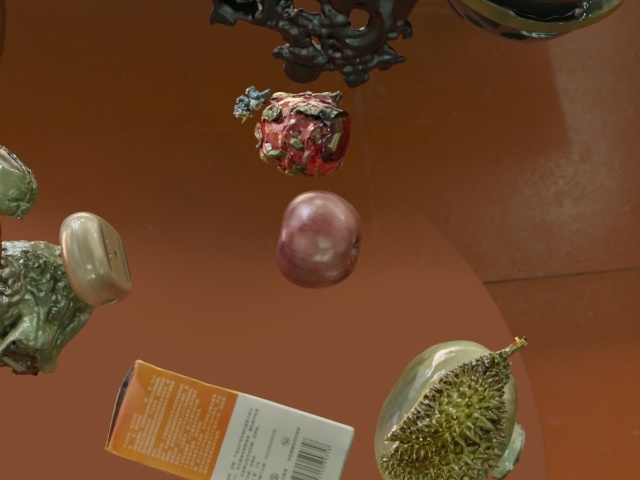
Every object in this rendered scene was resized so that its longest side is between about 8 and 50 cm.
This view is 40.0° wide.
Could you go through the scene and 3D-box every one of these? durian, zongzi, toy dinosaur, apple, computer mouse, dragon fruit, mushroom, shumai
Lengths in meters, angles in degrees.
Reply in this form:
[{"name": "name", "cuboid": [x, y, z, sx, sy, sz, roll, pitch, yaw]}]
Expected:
[{"name": "durian", "cuboid": [0.162, 0.191, 0.940, 0.102, 0.146, 0.208, 38, 92, 32]}, {"name": "zongzi", "cuboid": [-0.276, -0.054, 0.767, 0.109, 0.119, 0.055, 28, 93, 10]}, {"name": "toy dinosaur", "cuboid": [-0.129, -0.259, 1.659, 0.083, 0.030, 0.047, -43, 51, -2]}, {"name": "apple", "cuboid": [0.000, 0.000, 1.324, 0.120, 0.153, 0.153, 14, 74, 8]}, {"name": "computer mouse", "cuboid": [-0.370, 0.034, 1.437, 0.082, 0.236, 0.145, -15, 82, -4]}, {"name": "dragon fruit", "cuboid": [-0.034, -0.193, 1.535, 0.172, 0.160, 0.166, 24, 72, 33]}, {"name": "mushroom", "cuboid": [0.257, 0.363, 1.745, 0.260, 0.352, 0.352, 28, 73, -7]}, {"name": "shumai", "cuboid": [-0.524, 0.128, 1.578, 0.256, 0.189, 0.218, -3, 71, 1]}]

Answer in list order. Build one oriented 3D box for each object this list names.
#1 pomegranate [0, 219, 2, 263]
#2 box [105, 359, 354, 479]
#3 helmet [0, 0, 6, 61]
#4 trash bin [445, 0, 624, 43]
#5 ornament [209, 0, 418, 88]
[{"name": "pomegranate", "cuboid": [-0.519, 0.010, 1.170, 0.215, 0.215, 0.215, 2, 75, -7]}, {"name": "box", "cuboid": [-0.133, 0.300, 1.337, 0.341, 0.225, 0.143, 18, 78, 2]}, {"name": "helmet", "cuboid": [-0.431, -0.204, 0.853, 0.385, 0.230, 0.337, -44, 47, 6]}, {"name": "trash bin", "cuboid": [0.210, -0.310, 0.784, 0.214, 0.334, 0.214, 4, 66, -9]}, {"name": "ornament", "cuboid": [-0.019, -0.243, 0.700, 0.251, 0.260, 0.106, 13, 51, -14]}]
